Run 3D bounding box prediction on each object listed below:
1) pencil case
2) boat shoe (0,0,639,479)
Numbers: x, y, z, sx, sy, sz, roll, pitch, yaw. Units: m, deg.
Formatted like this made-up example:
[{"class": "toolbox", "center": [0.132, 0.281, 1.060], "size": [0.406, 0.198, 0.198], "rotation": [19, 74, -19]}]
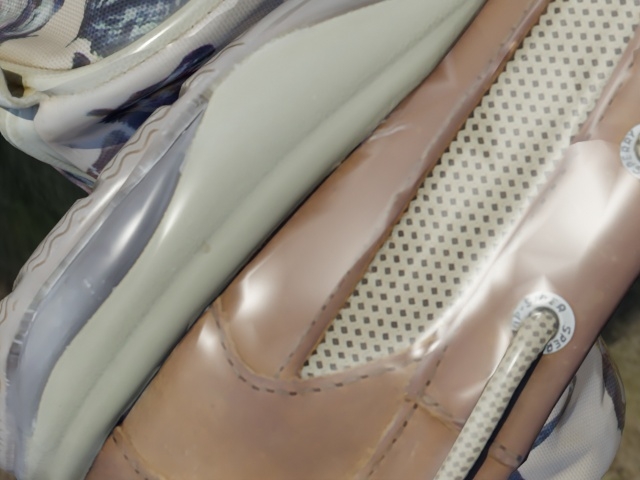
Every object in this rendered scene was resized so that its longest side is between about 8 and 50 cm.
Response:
[{"class": "pencil case", "center": [0.000, 0.000, 0.835], "size": [0.183, 0.160, 0.410], "rotation": [-58, 136, -22]}, {"class": "boat shoe", "center": [0.075, -0.046, 0.383], "size": [0.116, 0.123, 0.324], "rotation": [43, 92, 7]}]
